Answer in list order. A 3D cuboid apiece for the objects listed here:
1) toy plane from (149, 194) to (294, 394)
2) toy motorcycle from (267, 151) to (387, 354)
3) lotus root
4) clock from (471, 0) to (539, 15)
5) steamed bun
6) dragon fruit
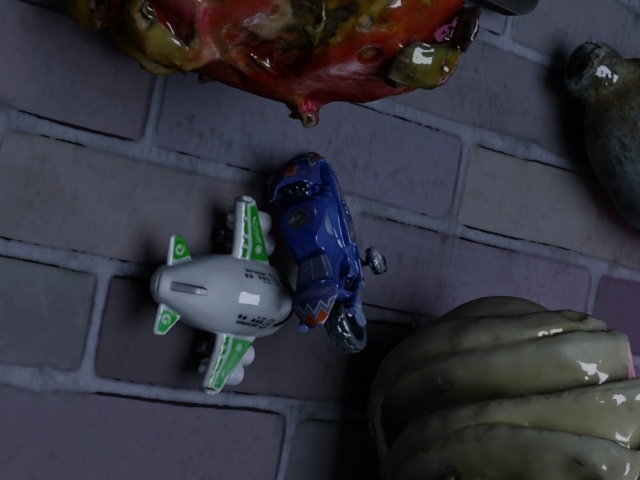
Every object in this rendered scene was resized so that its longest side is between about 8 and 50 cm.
[{"bbox_3d":[-0.081,0.047,1.335,0.174,0.080,0.174,-14,108,-51],"label":"toy plane"},{"bbox_3d":[0.000,0.000,1.370,0.114,0.076,0.205,40,35,-55],"label":"toy motorcycle"},{"bbox_3d":[0.389,-0.090,1.702,0.349,0.175,0.175,39,69,-36],"label":"lotus root"},{"bbox_3d":[0.137,-0.382,1.503,0.273,0.049,0.279,15,85,-43],"label":"clock"},{"bbox_3d":[0.173,0.237,1.435,0.247,0.339,0.352,-23,110,-29],"label":"steamed bun"},{"bbox_3d":[-0.070,-0.226,1.197,0.262,0.314,0.296,-16,107,-22],"label":"dragon fruit"}]
